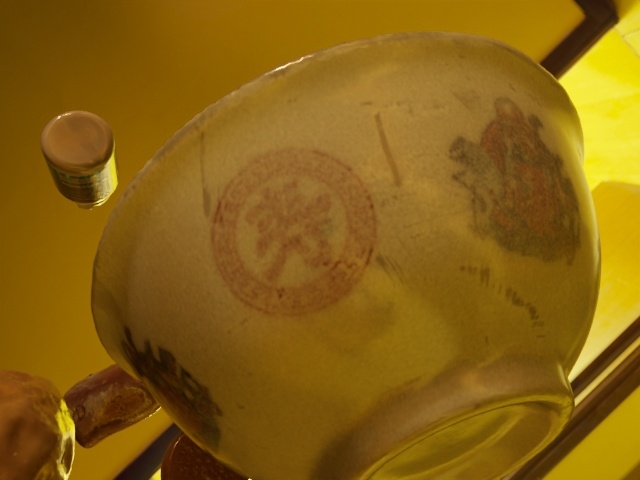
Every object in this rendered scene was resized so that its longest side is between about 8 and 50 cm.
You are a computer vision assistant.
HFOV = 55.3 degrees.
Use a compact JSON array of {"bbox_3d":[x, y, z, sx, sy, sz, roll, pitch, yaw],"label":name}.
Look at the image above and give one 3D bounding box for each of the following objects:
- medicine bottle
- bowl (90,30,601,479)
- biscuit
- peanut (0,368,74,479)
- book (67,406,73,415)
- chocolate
[{"bbox_3d":[-0.387,-0.124,1.002,0.107,0.107,0.191,46,157,2],"label":"medicine bottle"},{"bbox_3d":[0.060,0.085,0.472,0.435,0.435,0.196,45,-164,-49],"label":"bowl"},{"bbox_3d":[-0.167,0.384,0.886,0.180,0.039,0.236,16,-118,-33],"label":"biscuit"},{"bbox_3d":[-0.300,0.215,0.409,0.170,0.192,0.387,31,-162,-5],"label":"peanut"},{"bbox_3d":[-0.605,0.370,1.140,0.018,0.242,0.170,46,162,29],"label":"book"},{"bbox_3d":[-0.493,0.375,1.423,0.161,0.261,0.083,58,-174,4],"label":"chocolate"}]
